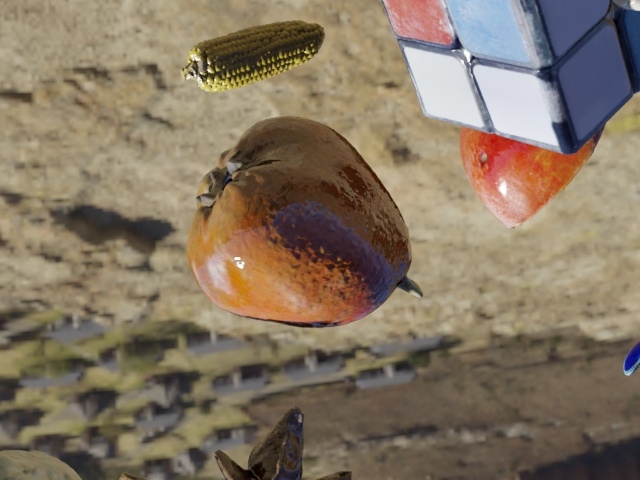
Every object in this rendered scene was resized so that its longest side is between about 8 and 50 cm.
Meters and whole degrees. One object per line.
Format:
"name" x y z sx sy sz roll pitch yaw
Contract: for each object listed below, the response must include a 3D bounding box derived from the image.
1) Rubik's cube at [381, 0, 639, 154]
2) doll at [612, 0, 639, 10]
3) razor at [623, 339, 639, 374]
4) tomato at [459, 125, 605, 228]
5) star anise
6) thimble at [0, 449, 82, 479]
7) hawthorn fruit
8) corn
"Rubik's cube" 0.307 -0.357 1.769 0.313 0.318 0.316 23 147 47
"doll" 0.465 -0.318 1.120 0.371 0.214 0.226 -7 179 -16
"razor" 0.423 0.106 1.497 0.028 0.044 0.154 31 108 -35
"tomato" 0.345 -0.207 2.111 0.144 0.338 0.338 28 146 -24
"star anise" -0.086 0.378 1.615 0.292 0.349 0.109 -37 -156 -15
"thimble" -0.324 0.353 1.226 0.291 0.195 0.291 -35 152 -23
"hawthorn fruit" 0.000 0.000 1.161 0.251 0.199 0.199 27 148 -19
"corn" -0.116 -0.318 2.072 0.262 0.097 0.097 -20 165 -17
